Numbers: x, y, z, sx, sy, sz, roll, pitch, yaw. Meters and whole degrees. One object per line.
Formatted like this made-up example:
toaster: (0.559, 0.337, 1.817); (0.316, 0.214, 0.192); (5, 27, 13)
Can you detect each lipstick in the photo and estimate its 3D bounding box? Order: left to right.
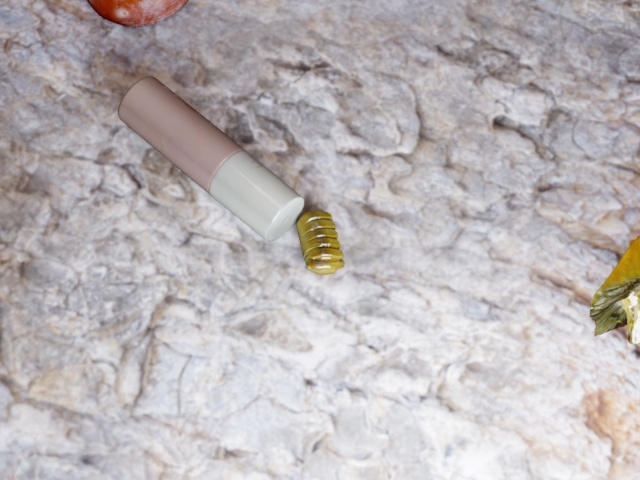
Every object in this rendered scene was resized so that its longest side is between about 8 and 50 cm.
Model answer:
lipstick: (-0.135, -0.101, 1.694); (0.254, 0.070, 0.070); (39, 69, 18)

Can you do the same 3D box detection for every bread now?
bread: (0.000, 0.000, 1.666); (0.049, 0.034, 0.088); (-6, 62, -11)

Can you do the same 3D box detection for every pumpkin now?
pumpkin: (0.414, 0.028, 1.604); (0.126, 0.131, 0.248); (31, 69, 14)

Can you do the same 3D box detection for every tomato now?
tomato: (-0.235, -0.363, 1.817); (0.159, 0.091, 0.139); (-30, 68, -17)
